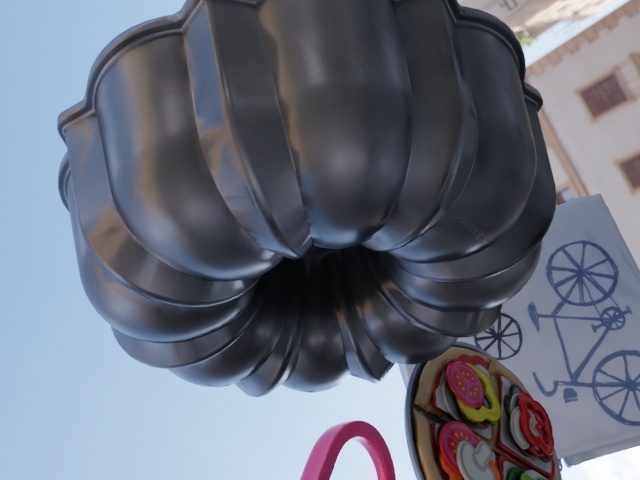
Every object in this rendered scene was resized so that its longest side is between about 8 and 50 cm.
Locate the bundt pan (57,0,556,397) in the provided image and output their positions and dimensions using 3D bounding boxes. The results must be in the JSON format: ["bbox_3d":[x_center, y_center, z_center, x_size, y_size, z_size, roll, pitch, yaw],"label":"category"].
[{"bbox_3d":[0.000,0.000,0.454,0.331,0.331,0.124,15,-134,-33],"label":"bundt pan"}]

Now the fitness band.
[{"bbox_3d":[0.046,0.423,1.093,0.209,0.054,0.290,47,-138,-21],"label":"fitness band"}]

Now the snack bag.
[{"bbox_3d":[0.256,0.129,0.885,0.037,0.343,0.322,58,-165,-61],"label":"snack bag"}]

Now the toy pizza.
[{"bbox_3d":[0.151,0.177,0.599,0.201,0.032,0.201,26,-133,-31],"label":"toy pizza"}]
